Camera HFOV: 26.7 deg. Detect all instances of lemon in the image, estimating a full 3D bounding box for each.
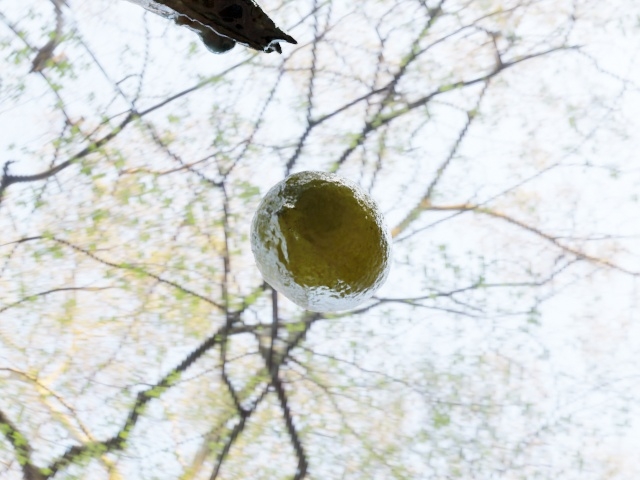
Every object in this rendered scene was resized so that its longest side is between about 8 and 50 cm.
[{"bbox_3d":[0.000,0.000,0.789,0.082,0.110,0.082,-7,-113,16],"label":"lemon"}]

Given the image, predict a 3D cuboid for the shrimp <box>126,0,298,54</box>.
[{"bbox_3d":[-0.139,-0.223,0.836,0.317,0.062,0.164,33,-129,-26],"label":"shrimp"}]
